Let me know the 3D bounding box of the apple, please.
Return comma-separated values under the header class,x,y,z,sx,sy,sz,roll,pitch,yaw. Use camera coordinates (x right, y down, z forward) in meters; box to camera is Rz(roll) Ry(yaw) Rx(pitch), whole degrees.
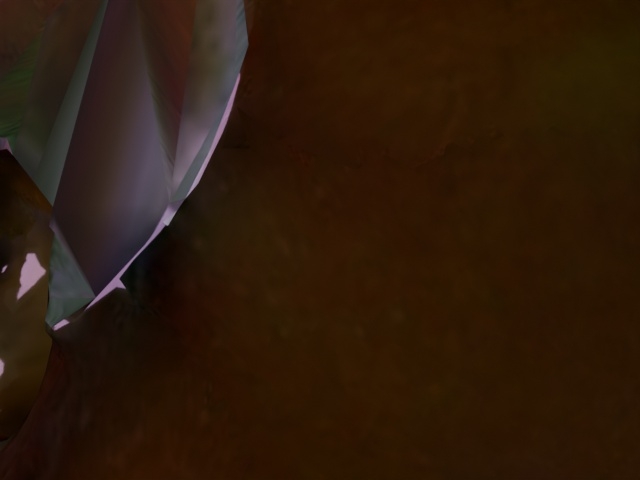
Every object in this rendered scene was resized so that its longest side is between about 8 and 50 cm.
class,x,y,z,sx,sy,sz,roll,pitch,yaw
apple,0.013,0.051,0.603,0.384,0.374,0.374,-54,15,12
